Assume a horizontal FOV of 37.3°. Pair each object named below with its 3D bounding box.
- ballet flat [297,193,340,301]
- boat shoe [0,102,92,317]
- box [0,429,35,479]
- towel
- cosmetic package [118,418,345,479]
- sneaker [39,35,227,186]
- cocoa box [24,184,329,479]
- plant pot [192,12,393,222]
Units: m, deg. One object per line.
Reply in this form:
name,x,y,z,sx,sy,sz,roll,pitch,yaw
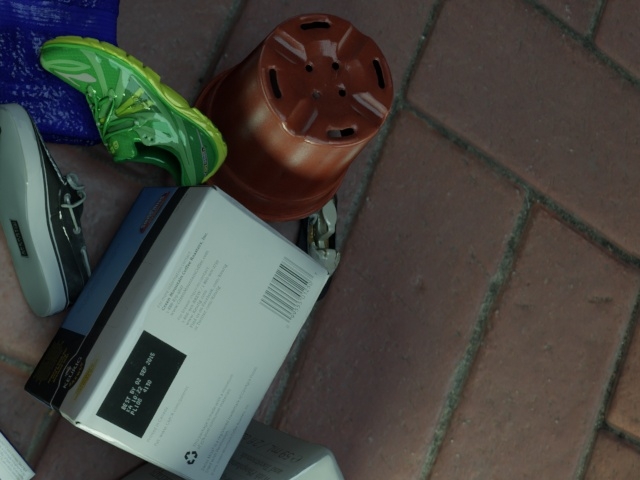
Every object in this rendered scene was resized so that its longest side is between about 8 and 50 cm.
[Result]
ballet flat,0.000,0.000,1.568,0.074,0.074,0.203,4,86,-28
boat shoe,-0.380,-0.048,1.329,0.105,0.113,0.306,-26,112,-42
box,-0.488,0.313,1.296,0.137,0.072,0.126,-40,106,-23
towel,-0.397,-0.295,1.365,0.228,0.076,0.308,0,88,-27
cosmetic package,-0.155,0.494,1.317,0.394,0.329,0.327,-28,104,-27
sneaker,-0.268,-0.176,1.320,0.295,0.109,0.123,36,71,-12
cocoa box,-0.201,0.124,1.318,0.231,0.228,0.347,37,73,-30
plant pot,-0.034,-0.192,1.416,0.272,0.265,0.272,6,74,-20
